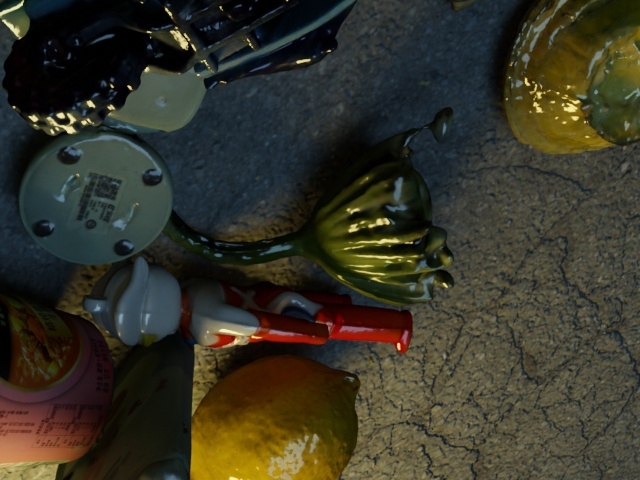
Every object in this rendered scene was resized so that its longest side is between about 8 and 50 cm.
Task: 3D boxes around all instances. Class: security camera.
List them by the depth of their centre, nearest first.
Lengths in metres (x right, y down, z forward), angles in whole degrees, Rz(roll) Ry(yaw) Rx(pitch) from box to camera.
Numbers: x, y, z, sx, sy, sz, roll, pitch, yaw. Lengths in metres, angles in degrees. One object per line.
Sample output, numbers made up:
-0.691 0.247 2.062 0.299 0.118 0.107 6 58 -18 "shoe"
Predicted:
-0.207 -0.115 1.333 0.157 0.080 0.301 13 113 -23 "security camera"

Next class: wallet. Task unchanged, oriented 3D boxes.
-0.216 0.246 1.410 0.083 0.360 0.252 35 103 -14 "wallet"

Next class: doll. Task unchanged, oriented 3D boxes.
-0.087 0.080 1.487 0.384 0.188 0.099 9 92 -32 "doll"

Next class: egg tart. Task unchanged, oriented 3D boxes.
0.354 -0.215 1.596 0.290 0.115 0.290 -16 127 -23 "egg tart"

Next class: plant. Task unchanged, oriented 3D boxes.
-0.006 -0.024 1.545 0.333 0.180 0.251 -2 135 8 "plant"

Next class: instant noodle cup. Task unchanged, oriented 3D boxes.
-0.359 0.141 1.350 0.255 0.244 0.244 14 113 -47 "instant noodle cup"

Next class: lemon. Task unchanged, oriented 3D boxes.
-0.060 0.239 1.610 0.257 0.188 0.188 -33 133 -2 "lemon"

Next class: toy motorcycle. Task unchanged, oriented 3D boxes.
-0.093 -0.250 1.124 0.416 0.232 0.172 -29 143 8 "toy motorcycle"

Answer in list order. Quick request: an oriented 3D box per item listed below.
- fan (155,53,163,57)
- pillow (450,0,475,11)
-0.178 -0.276 1.227 0.131 0.009 0.240 -17 101 -10 "fan"
0.167 -0.355 1.430 0.113 0.038 0.203 -32 132 -8 "pillow"
